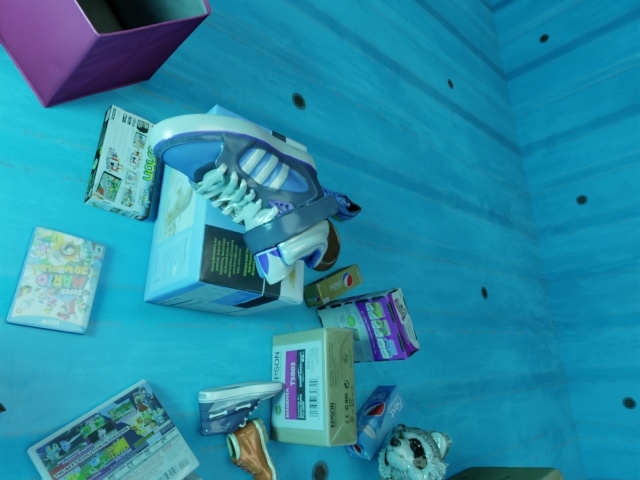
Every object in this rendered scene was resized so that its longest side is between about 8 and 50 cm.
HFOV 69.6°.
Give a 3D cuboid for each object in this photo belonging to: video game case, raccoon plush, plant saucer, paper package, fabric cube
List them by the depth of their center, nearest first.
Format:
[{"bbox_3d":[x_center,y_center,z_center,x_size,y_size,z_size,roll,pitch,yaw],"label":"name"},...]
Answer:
[{"bbox_3d":[-0.329,0.357,0.753,0.201,0.023,0.183,-27,77,-47],"label":"video game case"},{"bbox_3d":[-0.443,0.068,0.783,0.119,0.015,0.166,22,61,-40],"label":"video game case"},{"bbox_3d":[-0.408,-0.431,0.818,0.259,0.258,0.254,-43,107,-45],"label":"fabric cube"},{"bbox_3d":[0.221,0.681,1.164,0.299,0.216,0.446,-50,142,-46],"label":"raccoon plush"},{"bbox_3d":[0.000,0.000,1.258,0.168,0.029,0.168,17,65,-41],"label":"plant saucer"},{"bbox_3d":[0.493,0.761,1.291,0.325,0.310,0.168,7,67,-45],"label":"paper package"}]

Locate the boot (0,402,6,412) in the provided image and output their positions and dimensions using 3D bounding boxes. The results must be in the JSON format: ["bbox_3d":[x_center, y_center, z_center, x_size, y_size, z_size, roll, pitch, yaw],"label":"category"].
[{"bbox_3d":[-0.515,0.252,0.626,0.106,0.037,0.114,37,48,-15],"label":"boot"}]

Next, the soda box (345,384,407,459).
[{"bbox_3d":[0.144,0.473,1.211,0.210,0.067,0.071,-34,101,-47],"label":"soda box"}]

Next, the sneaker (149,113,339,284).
[{"bbox_3d":[-0.110,-0.050,0.744,0.323,0.130,0.236,10,65,-45],"label":"sneaker"}]

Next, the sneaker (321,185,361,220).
[{"bbox_3d":[0.029,-0.119,1.292,0.209,0.082,0.069,26,60,-36],"label":"sneaker"}]

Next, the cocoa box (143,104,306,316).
[{"bbox_3d":[-0.185,-0.041,0.928,0.228,0.231,0.347,17,64,-39],"label":"cocoa box"}]

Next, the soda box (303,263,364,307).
[{"bbox_3d":[0.035,0.119,1.227,0.181,0.061,0.058,-21,91,-47],"label":"soda box"}]

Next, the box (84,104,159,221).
[{"bbox_3d":[-0.382,-0.152,0.908,0.114,0.036,0.206,21,61,-40],"label":"box"}]

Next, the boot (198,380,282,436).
[{"bbox_3d":[-0.163,0.342,0.949,0.190,0.069,0.086,4,80,-37],"label":"boot"}]

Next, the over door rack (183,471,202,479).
[{"bbox_3d":[-0.248,0.587,0.735,0.240,0.108,0.324,-15,87,-48],"label":"over door rack"}]

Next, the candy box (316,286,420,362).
[{"bbox_3d":[0.114,0.217,1.147,0.071,0.233,0.159,-19,91,-48],"label":"candy box"}]

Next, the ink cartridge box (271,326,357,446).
[{"bbox_3d":[-0.020,0.316,1.003,0.088,0.193,0.234,14,65,-40],"label":"ink cartridge box"}]

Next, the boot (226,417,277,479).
[{"bbox_3d":[-0.142,0.453,0.934,0.085,0.059,0.157,-7,73,-44],"label":"boot"}]
